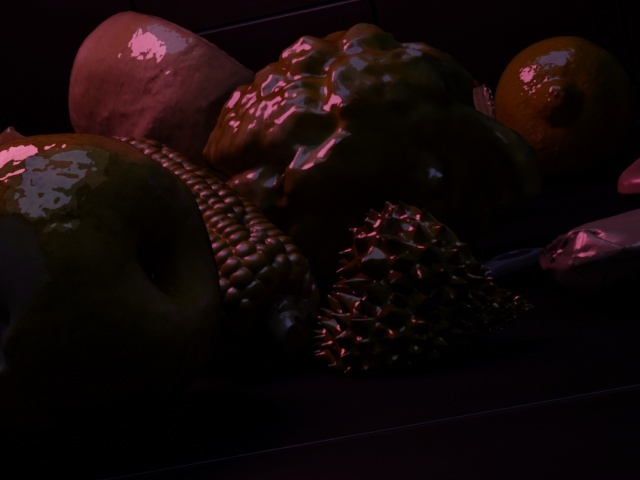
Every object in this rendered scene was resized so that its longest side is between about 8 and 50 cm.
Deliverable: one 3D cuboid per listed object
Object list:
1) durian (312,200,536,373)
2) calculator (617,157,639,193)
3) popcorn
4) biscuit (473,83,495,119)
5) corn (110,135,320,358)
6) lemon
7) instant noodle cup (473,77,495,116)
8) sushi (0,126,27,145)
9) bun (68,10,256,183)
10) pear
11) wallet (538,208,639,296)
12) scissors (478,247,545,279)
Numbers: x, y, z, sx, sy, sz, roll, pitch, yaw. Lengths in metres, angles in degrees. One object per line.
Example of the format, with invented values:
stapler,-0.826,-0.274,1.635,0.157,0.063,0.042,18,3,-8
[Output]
durian,0.071,0.055,1.530,0.132,0.165,0.182,28,12,-32
calculator,0.484,-0.106,2.093,0.220,0.048,0.329,-4,15,39
popcorn,0.044,-0.078,1.835,0.335,0.279,0.274,-32,-2,-26
biscuit,0.118,-0.111,2.349,0.250,0.147,0.046,-14,-18,-4
corn,-0.118,0.002,1.687,0.130,0.130,0.347,-18,40,-32
lemon,0.316,-0.170,2.307,0.184,0.184,0.248,-9,-2,21
instant noodle cup,0.137,-0.151,2.501,0.193,0.193,0.212,-13,1,-2
sushi,-0.349,-0.019,2.147,0.270,0.237,0.171,-18,1,-12
bun,-0.179,-0.115,2.278,0.202,0.364,0.364,-52,22,-15
pear,-0.218,0.042,1.484,0.271,0.271,0.271,-12,9,2
wallet,0.333,-0.001,1.603,0.274,0.068,0.335,-8,3,5
scissors,0.147,0.041,1.706,0.110,0.021,0.212,-16,7,22
